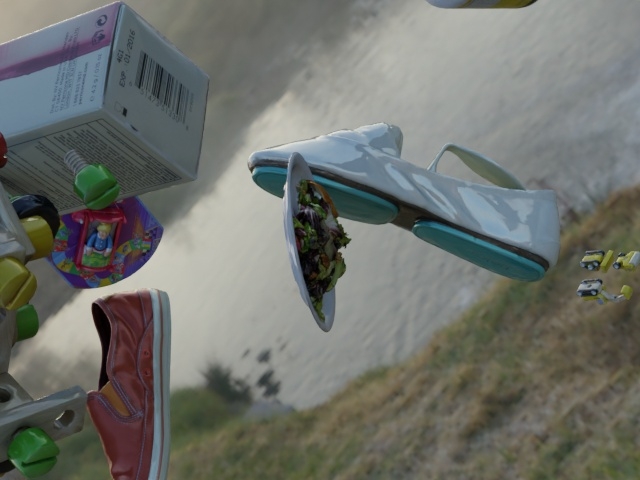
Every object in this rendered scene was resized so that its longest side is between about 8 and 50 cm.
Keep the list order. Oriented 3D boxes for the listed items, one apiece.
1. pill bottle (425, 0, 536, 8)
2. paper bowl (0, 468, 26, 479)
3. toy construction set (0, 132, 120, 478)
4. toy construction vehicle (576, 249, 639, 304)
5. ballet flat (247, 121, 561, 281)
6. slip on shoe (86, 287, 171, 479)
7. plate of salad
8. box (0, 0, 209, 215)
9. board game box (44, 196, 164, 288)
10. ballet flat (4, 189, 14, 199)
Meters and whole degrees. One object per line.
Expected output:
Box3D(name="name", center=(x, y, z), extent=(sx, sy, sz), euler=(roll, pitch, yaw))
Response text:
Box3D(name="pill bottle", center=(0.162, -0.305, 1.425), extent=(0.184, 0.103, 0.103), euler=(-8, -13, -40))
Box3D(name="paper bowl", center=(-0.494, 0.233, 1.642), extent=(0.148, 0.284, 0.284), euler=(-59, 19, -20))
Box3D(name="toy construction set", center=(-0.295, 0.059, 1.003), extent=(0.257, 0.309, 0.237), euler=(-52, 57, 14))
Box3D(name="toy construction vehicle", center=(0.399, 0.051, 1.807), extent=(0.098, 0.035, 0.086), euler=(-8, 38, 46))
Box3D(name="ballet flat", center=(0.110, -0.068, 1.590), extent=(0.139, 0.400, 0.139), euler=(-161, 90, -81))
Box3D(name="slip on shoe", center=(-0.235, 0.211, 1.567), extent=(0.123, 0.101, 0.331), euler=(126, 145, -60))
Box3D(name="plate of salad", center=(0.000, 0.000, 1.422), extent=(0.048, 0.200, 0.200), euler=(-9, 27, 10))
Box3D(name="box", center=(-0.247, -0.119, 1.289), extent=(0.232, 0.148, 0.127), euler=(-12, 59, 30))
Box3D(name="board game box", center=(-0.264, -0.004, 1.541), extent=(0.133, 0.169, 0.033), euler=(-35, 38, 1))
Box3D(name="ballet flat", center=(-0.394, -0.022, 1.268), extent=(0.221, 0.077, 0.079), euler=(-11, 17, 1))
